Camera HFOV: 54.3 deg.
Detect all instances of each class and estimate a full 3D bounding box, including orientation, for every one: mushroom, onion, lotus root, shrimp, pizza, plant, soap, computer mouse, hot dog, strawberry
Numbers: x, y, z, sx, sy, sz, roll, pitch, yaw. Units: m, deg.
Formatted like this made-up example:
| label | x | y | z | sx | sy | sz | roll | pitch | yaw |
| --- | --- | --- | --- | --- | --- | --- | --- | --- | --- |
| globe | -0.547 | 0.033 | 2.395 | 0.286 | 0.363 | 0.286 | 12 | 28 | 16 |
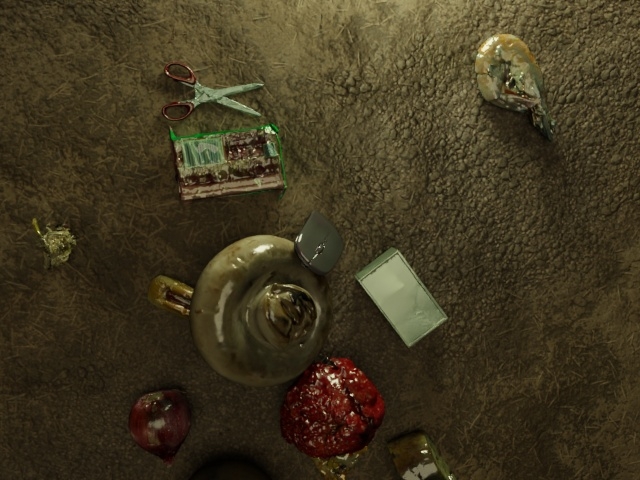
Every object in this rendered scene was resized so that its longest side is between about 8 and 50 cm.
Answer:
| label | x | y | z | sx | sy | sz | roll | pitch | yaw |
| --- | --- | --- | --- | --- | --- | --- | --- | --- | --- |
| mushroom | -0.121 | 0.169 | 1.470 | 0.362 | 0.295 | 0.362 | -1 | 91 | -35 |
| onion | -0.398 | 0.476 | 1.567 | 0.160 | 0.159 | 0.194 | -8 | 100 | -5 |
| lotus root | 0.280 | 0.629 | 1.670 | 0.119 | 0.138 | 0.234 | -30 | 104 | 8 |
| shrimp | 0.507 | -0.383 | 1.616 | 0.164 | 0.062 | 0.316 | -28 | 94 | 2 |
| pizza | 0.027 | 0.600 | 1.680 | 0.185 | 0.036 | 0.176 | 11 | 95 | -6 |
| plant | -0.666 | 0.003 | 1.519 | 0.122 | 0.104 | 0.116 | 35 | 102 | -2 |
| soap | -0.229 | -0.193 | 1.542 | 0.274 | 0.098 | 0.217 | -8 | 97 | -5 |
| computer mouse | 0.001 | -0.001 | 1.523 | 0.057 | 0.232 | 0.120 | -39 | 100 | 26 |
| hot dog | -0.322 | 0.163 | 1.583 | 0.243 | 0.073 | 0.084 | 24 | 88 | -8 |
| strawberry | 0.034 | 0.434 | 1.552 | 0.274 | 0.220 | 0.274 | -6 | 115 | -12 |

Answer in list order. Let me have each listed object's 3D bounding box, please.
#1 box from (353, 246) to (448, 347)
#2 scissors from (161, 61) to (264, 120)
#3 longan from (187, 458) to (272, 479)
| label | x | y | z | sx | sy | sz | roll | pitch | yaw |
| --- | --- | --- | --- | --- | --- | --- | --- | --- | --- |
| box | 0.207 | 0.146 | 1.626 | 0.129 | 0.086 | 0.225 | -37 | 98 | 0 |
| scissors | -0.268 | -0.363 | 1.562 | 0.248 | 0.017 | 0.144 | 4 | 96 | -7 |
| longan | -0.221 | 0.709 | 1.537 | 0.319 | 0.319 | 0.318 | -1 | 96 | -6 |
